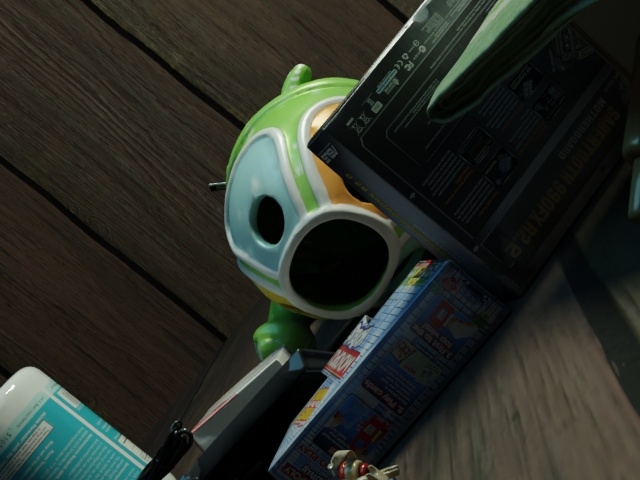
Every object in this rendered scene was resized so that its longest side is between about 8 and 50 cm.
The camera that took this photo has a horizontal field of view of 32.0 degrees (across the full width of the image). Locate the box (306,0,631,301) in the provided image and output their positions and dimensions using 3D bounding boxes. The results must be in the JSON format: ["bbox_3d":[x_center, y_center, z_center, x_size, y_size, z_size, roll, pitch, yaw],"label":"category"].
[{"bbox_3d":[0.131,-0.101,0.812,0.231,0.183,0.056,-52,5,-14],"label":"box"}]

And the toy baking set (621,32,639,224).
[{"bbox_3d":[0.194,-0.093,0.577,0.197,0.030,0.256,87,-165,-75],"label":"toy baking set"}]

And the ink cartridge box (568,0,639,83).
[{"bbox_3d":[0.295,-0.243,0.765,0.197,0.114,0.273,-45,8,47],"label":"ink cartridge box"}]

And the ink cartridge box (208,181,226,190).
[{"bbox_3d":[0.021,-0.106,1.419,0.165,0.333,0.065,-173,78,-84],"label":"ink cartridge box"}]

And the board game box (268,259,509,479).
[{"bbox_3d":[0.038,0.107,0.845,0.194,0.060,0.194,-50,4,-6],"label":"board game box"}]

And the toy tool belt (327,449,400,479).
[{"bbox_3d":[0.031,0.154,0.646,0.051,0.052,0.083,-15,22,21],"label":"toy tool belt"}]

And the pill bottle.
[{"bbox_3d":[-0.250,0.264,1.163,0.146,0.264,0.146,-51,3,4],"label":"pill bottle"}]

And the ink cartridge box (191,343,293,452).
[{"bbox_3d":[-0.062,0.172,1.152,0.115,0.067,0.198,-41,-2,0],"label":"ink cartridge box"}]

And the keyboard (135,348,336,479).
[{"bbox_3d":[-0.100,0.204,0.982,0.201,0.033,0.317,8,-51,-51],"label":"keyboard"}]

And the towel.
[{"bbox_3d":[0.197,-0.230,0.685,0.325,0.038,0.248,-55,5,-19],"label":"towel"}]

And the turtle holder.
[{"bbox_3d":[-0.009,-0.015,1.233,0.320,0.243,0.227,-38,28,21],"label":"turtle holder"}]
